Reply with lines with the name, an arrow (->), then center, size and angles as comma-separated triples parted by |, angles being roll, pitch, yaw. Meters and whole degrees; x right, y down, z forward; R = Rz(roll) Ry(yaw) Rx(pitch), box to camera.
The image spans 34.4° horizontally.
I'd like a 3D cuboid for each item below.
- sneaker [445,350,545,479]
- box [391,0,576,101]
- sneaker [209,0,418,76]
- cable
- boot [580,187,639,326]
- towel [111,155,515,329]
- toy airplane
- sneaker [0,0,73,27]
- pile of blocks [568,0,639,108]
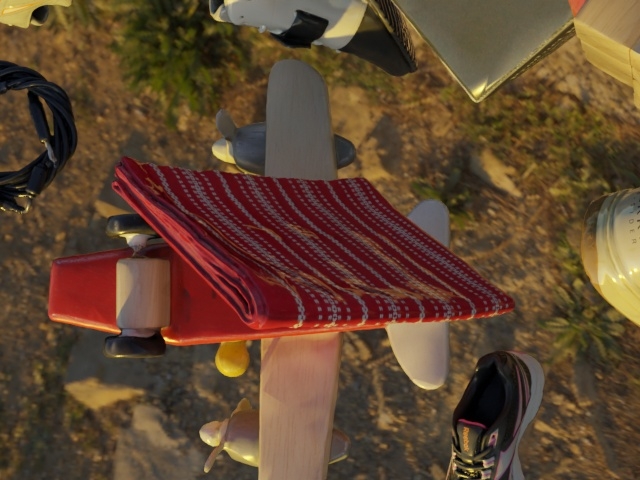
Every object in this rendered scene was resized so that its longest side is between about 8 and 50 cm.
sneaker -> 0.129, 0.172, 0.852 | 0.072, 0.077, 0.178 | 4, 76, 33
box -> 0.161, -0.314, 0.677 | 0.293, 0.395, 0.212 | 51, 132, 2
sneaker -> -0.029, -0.253, 1.026 | 0.146, 0.330, 0.122 | -32, 46, 22
cable -> -0.354, -0.123, 1.115 | 0.185, 0.047, 0.150 | 29, 94, 14
boot -> 0.308, 0.026, 0.583 | 0.203, 0.262, 0.095 | -24, 41, 53
towel -> 0.000, 0.000, 0.776 | 0.199, 0.275, 0.031 | 41, 117, 38
toy airplane -> -0.038, 0.055, 1.112 | 0.384, 0.272, 0.386 | 45, 82, -2
sneaker -> -0.417, -0.304, 1.311 | 0.263, 0.121, 0.099 | -7, 59, 34
pile of blocks -> 0.173, -0.197, 0.314 | 0.113, 0.149, 0.362 | 36, 120, 18
